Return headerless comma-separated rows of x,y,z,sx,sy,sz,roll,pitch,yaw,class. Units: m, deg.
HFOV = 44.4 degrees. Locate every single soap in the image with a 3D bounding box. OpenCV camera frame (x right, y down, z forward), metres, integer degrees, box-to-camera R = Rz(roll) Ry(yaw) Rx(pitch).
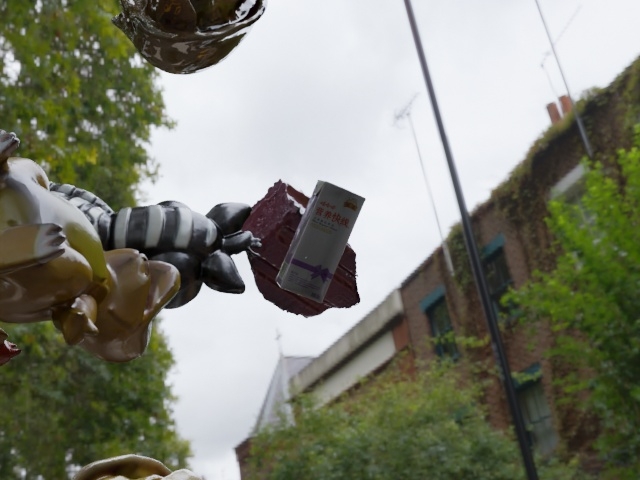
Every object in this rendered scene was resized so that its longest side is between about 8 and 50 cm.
-0.027,0.036,1.420,0.182,0.112,0.289,-39,-47,17,soap

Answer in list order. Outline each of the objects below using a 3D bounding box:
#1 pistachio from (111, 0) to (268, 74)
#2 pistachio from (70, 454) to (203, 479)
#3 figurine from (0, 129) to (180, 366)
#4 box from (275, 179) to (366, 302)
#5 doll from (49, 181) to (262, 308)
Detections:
-0.139,-0.254,0.846,0.165,0.210,0.131,6,-64,10,pistachio
-0.188,0.348,0.867,0.187,0.188,0.299,-12,-40,6,pistachio
-0.157,0.035,0.439,0.122,0.121,0.176,-39,-30,2,figurine
0.000,0.000,0.789,0.050,0.117,0.036,24,1,-16,box
-0.153,0.002,0.583,0.219,0.091,0.067,5,-41,-10,doll
